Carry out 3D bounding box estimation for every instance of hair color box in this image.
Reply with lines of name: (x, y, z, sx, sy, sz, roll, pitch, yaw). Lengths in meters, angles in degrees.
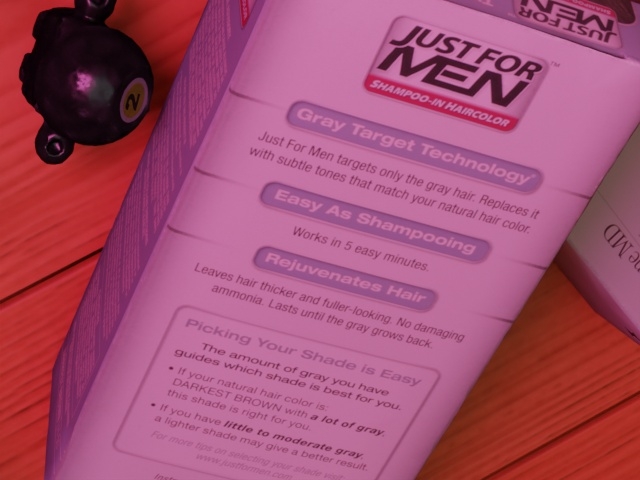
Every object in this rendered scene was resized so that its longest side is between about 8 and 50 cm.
hair color box: (0.000, 0.000, 0.959, 0.185, 0.113, 0.374, 15, 129, -16)

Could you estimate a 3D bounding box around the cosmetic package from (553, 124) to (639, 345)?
cosmetic package: (0.185, -0.150, 1.046, 0.284, 0.097, 0.377, -45, 123, -4)

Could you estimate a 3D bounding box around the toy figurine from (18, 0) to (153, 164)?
toy figurine: (-0.208, -0.116, 0.940, 0.210, 0.148, 0.213, -25, 110, -10)
